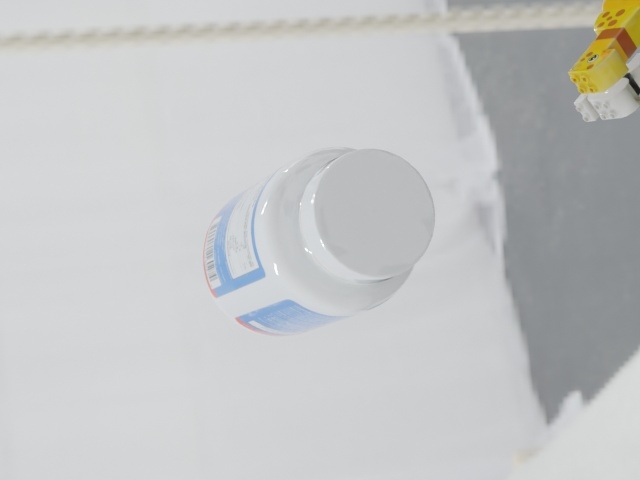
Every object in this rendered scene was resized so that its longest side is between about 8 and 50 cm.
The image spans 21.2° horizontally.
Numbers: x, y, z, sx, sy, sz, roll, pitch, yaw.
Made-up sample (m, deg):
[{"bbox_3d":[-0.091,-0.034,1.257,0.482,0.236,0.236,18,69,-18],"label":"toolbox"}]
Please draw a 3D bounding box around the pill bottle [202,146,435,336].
[{"bbox_3d":[0.000,0.000,1.263,0.221,0.124,0.124,157,108,-67],"label":"pill bottle"}]

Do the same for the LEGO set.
[{"bbox_3d":[0.228,-0.119,1.141,0.087,0.093,0.227,50,155,-21],"label":"LEGO set"}]
